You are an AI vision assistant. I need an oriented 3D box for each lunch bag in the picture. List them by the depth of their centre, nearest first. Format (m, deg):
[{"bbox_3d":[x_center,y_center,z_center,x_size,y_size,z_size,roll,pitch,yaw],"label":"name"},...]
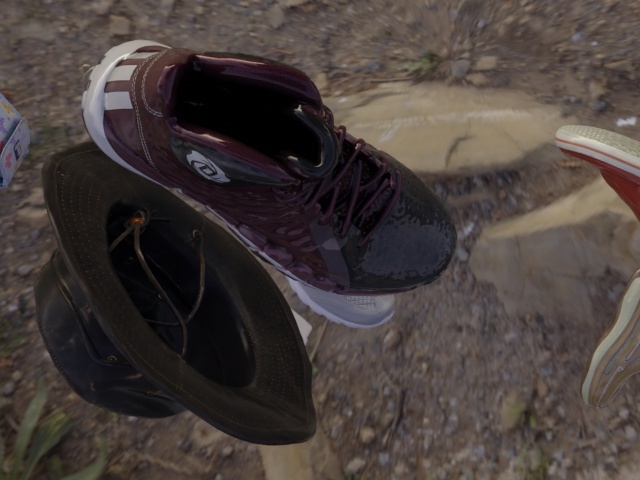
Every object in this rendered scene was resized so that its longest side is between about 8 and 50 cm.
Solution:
[{"bbox_3d":[-0.330,-0.104,1.171,0.053,0.071,0.083,-15,127,31],"label":"lunch bag"}]

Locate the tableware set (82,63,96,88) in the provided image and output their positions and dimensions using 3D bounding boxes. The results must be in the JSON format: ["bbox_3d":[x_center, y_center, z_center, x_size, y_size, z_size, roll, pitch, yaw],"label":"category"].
[{"bbox_3d":[-0.163,-0.139,1.230,0.169,0.020,0.141,-1,142,19],"label":"tableware set"}]

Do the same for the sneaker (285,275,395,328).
[{"bbox_3d":[0.000,0.000,1.520,0.281,0.105,0.115,45,138,-6],"label":"sneaker"}]

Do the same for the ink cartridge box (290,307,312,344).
[{"bbox_3d":[-0.079,0.108,1.206,0.104,0.180,0.060,40,108,-1],"label":"ink cartridge box"}]

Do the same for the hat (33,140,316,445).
[{"bbox_3d":[-0.150,0.077,1.004,0.134,0.331,0.331,-40,93,15],"label":"hat"}]

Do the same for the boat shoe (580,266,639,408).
[{"bbox_3d":[0.352,0.120,1.300,0.072,0.068,0.190,34,126,29],"label":"boat shoe"}]

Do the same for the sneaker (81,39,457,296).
[{"bbox_3d":[-0.002,-0.033,0.711,0.281,0.162,0.106,24,83,-26],"label":"sneaker"}]

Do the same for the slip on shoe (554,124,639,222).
[{"bbox_3d":[0.449,-0.051,1.535,0.331,0.123,0.101,33,113,11],"label":"slip on shoe"}]
